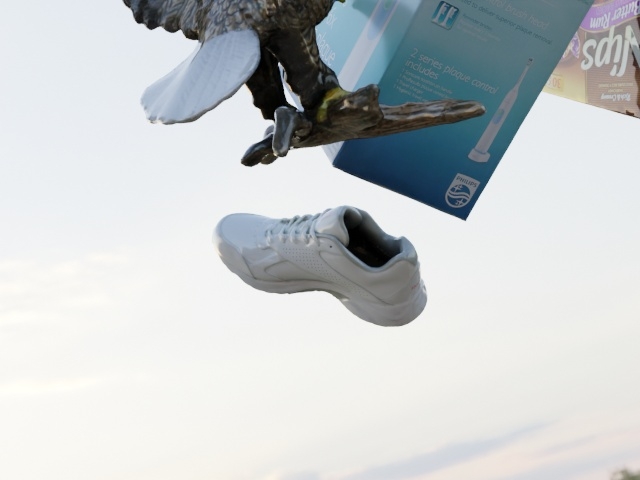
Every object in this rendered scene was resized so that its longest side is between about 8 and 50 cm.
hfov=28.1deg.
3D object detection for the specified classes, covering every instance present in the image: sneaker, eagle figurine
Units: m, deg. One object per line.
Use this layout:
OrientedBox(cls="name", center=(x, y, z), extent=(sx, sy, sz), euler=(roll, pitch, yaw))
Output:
OrientedBox(cls="sneaker", center=(0.000, 0.000, 1.282), extent=(0.232, 0.090, 0.115), euler=(14, -42, 13))
OrientedBox(cls="eagle figurine", center=(-0.034, -0.206, 0.896), extent=(0.226, 0.298, 0.225), euler=(-12, 4, -6))

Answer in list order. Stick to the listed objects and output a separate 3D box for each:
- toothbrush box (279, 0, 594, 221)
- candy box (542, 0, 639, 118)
OrientedBox(cls="toothbrush box", center=(0.102, -0.200, 0.993), extent=(0.126, 0.216, 0.295), euler=(22, -70, -24))
OrientedBox(cls="candy box", center=(0.254, -0.171, 1.107), extent=(0.053, 0.109, 0.187), euler=(-3, 17, -22))
